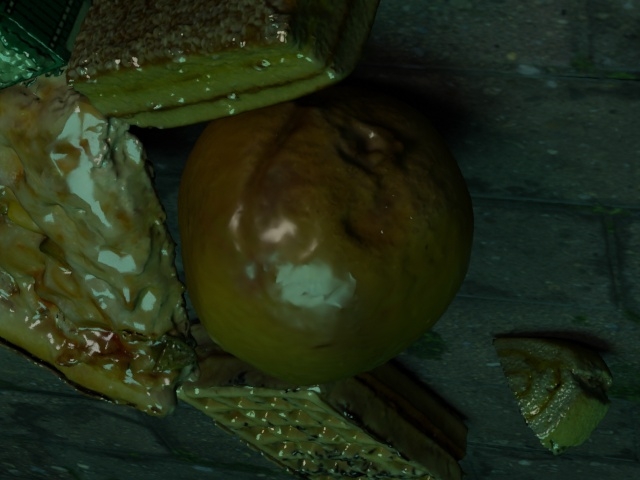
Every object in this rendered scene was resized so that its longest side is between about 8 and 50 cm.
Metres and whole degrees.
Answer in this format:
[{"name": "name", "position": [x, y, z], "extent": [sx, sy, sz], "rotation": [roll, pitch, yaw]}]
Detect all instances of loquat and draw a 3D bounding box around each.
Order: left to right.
[{"name": "loquat", "position": [0.000, 0.000, 1.511], "extent": [0.276, 0.276, 0.284], "rotation": [17, 126, -9]}]

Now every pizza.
[{"name": "pizza", "position": [-0.270, 0.017, 1.607], "extent": [0.435, 0.080, 0.392], "rotation": [-9, 122, 44]}]

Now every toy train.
[{"name": "toy train", "position": [-0.284, -0.196, 1.387], "extent": [0.269, 0.154, 0.115], "rotation": [-12, 148, 42]}]

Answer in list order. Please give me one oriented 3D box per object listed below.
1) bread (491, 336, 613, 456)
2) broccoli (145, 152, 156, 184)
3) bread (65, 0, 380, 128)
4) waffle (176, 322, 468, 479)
[{"name": "bread", "position": [0.279, 0.160, 1.967], "extent": [0.110, 0.156, 0.103], "rotation": [-39, 140, 19]}, {"name": "broccoli", "position": [-0.237, -0.041, 1.693], "extent": [0.154, 0.160, 0.167], "rotation": [-1, 177, -45]}, {"name": "bread", "position": [-0.062, -0.186, 1.272], "extent": [0.234, 0.184, 0.110], "rotation": [-6, 147, 39]}, {"name": "waffle", "position": [0.003, 0.225, 2.205], "extent": [0.261, 0.114, 0.376], "rotation": [-5, 150, 33]}]
